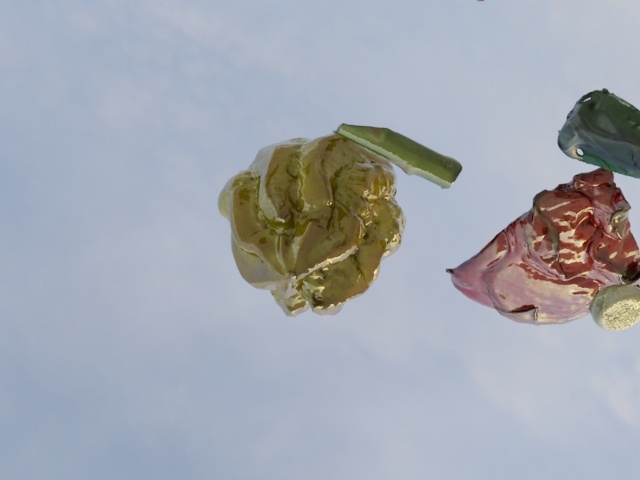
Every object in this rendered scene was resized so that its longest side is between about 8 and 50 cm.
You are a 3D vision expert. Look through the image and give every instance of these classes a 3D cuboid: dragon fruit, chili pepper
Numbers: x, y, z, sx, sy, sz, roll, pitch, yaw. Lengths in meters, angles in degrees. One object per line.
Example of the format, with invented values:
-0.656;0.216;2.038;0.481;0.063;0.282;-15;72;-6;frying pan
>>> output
0.400;0.045;1.704;0.286;0.329;0.228;-28;-101;-14;dragon fruit
0.415;-0.130;1.388;0.062;0.108;0.216;-21;-145;-36;chili pepper

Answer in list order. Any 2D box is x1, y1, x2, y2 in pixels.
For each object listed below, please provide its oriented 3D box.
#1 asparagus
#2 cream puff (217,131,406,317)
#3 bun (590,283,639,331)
0.101;-0.121;1.366;0.178;0.045;0.041;24;-153;-15;asparagus
0.001;0.001;1.659;0.291;0.324;0.257;-16;-129;2;cream puff
0.444;0.096;1.555;0.086;0.086;0.055;12;-142;-25;bun
